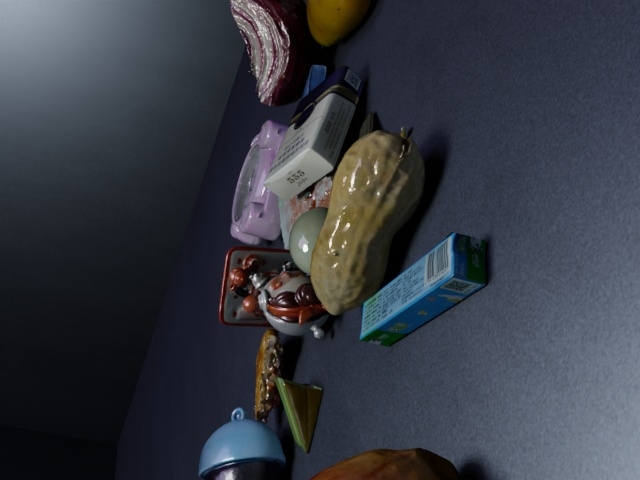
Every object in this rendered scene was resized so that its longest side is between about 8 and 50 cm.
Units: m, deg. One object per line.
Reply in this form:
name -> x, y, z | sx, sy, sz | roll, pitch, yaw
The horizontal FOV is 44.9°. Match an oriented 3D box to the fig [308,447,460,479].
fig -> 0.054, 0.343, 0.804 | 0.224, 0.224, 0.263 | -61, 6, 38

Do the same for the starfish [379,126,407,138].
starfish -> 0.095, -0.123, 1.345 | 0.208, 0.053, 0.176 | -45, 24, 47

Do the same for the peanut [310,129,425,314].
peanut -> 0.065, -0.023, 1.202 | 0.149, 0.149, 0.313 | -116, 40, -65

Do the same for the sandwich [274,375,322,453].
sandwich -> -0.052, 0.309, 1.377 | 0.074, 0.074, 0.116 | 171, 113, -72

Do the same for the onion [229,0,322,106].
onion -> -0.071, -0.499, 1.847 | 0.146, 0.314, 0.280 | -13, 16, 40

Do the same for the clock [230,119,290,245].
clock -> -0.147, -0.132, 1.975 | 0.322, 0.113, 0.295 | 159, 124, -70

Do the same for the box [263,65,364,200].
box -> -0.010, -0.217, 1.551 | 0.168, 0.071, 0.259 | -32, 31, 45

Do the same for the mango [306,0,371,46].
mango -> 0.035, -0.539, 1.709 | 0.254, 0.139, 0.175 | 155, 127, -76

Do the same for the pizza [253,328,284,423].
pizza -> -0.101, 0.278, 1.577 | 0.201, 0.053, 0.193 | 133, 144, -75

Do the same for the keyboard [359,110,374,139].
keyboard -> 0.086, -0.196, 1.434 | 0.049, 0.015, 0.129 | -59, 11, 30

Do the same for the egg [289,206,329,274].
egg -> 0.000, 0.000, 1.406 | 0.152, 0.114, 0.114 | -79, 14, -53

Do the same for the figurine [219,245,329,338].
figurine -> -0.057, 0.110, 1.436 | 0.226, 0.183, 0.160 | 18, 102, 60

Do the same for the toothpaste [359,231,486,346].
toothpaste -> 0.131, 0.072, 1.048 | 0.266, 0.050, 0.065 | 133, 146, -56

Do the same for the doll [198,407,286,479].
doll -> -0.139, 0.460, 1.422 | 0.177, 0.141, 0.314 | -24, 58, 28

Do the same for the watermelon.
watermelon -> -0.006, -0.053, 1.547 | 0.241, 0.094, 0.154 | 139, 137, -55

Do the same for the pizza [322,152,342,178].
pizza -> 0.020, -0.173, 1.619 | 0.160, 0.036, 0.099 | -97, 27, -49

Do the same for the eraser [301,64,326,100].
eraser -> -0.032, -0.250, 1.770 | 0.144, 0.043, 0.312 | 111, 169, -52
